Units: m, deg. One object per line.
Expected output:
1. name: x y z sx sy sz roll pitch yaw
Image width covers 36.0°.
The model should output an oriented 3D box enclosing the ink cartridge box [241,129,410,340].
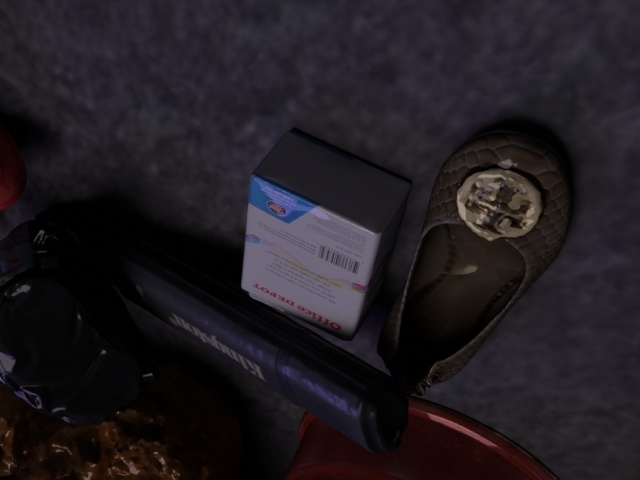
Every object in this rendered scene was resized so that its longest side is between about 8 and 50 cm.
1. ink cartridge box: 0.000 0.000 0.644 0.088 0.052 0.122 26 142 11

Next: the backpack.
1. backpack: -0.220 0.054 0.778 0.152 0.115 0.182 61 170 -30

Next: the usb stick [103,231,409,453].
1. usb stick: -0.054 0.067 0.715 0.278 0.045 0.077 27 158 33

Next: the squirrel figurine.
1. squirrel figurine: -0.260 0.272 0.939 0.370 0.281 0.397 5 119 13

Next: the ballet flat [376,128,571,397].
1. ballet flat: 0.083 0.029 0.608 0.084 0.058 0.250 29 143 6

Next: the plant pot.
1. plant pot: 0.043 0.308 0.780 0.272 0.265 0.272 21 141 18

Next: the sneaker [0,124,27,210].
1. sneaker: -0.289 -0.037 0.814 0.221 0.087 0.128 18 151 40

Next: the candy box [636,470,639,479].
1. candy box: 0.241 0.234 0.636 0.071 0.159 0.233 9 136 29
